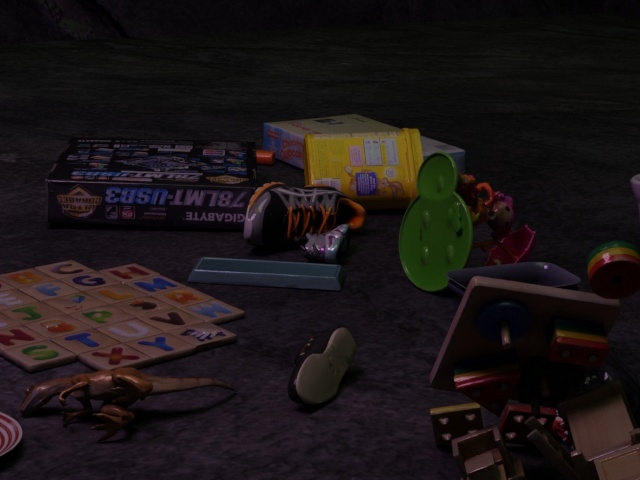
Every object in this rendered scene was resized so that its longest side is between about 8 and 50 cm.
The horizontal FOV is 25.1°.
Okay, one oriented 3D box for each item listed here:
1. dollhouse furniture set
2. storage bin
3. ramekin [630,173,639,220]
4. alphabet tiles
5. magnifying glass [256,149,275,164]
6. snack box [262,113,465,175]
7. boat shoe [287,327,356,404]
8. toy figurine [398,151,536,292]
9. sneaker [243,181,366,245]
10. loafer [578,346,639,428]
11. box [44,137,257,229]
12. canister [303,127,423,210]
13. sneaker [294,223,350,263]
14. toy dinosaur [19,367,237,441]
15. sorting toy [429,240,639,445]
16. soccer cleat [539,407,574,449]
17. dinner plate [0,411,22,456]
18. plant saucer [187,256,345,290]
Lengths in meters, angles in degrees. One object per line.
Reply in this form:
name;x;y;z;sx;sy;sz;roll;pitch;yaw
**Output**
dollhouse furniture set;0.196;0.216;1.161;0.160;0.101;0.182;-21;15;9
storage bin;0.202;0.080;1.557;0.135;0.091;0.098;-5;18;-23
ramekin;0.527;-0.019;1.776;0.277;0.135;0.277;-5;8;1
alphabet tiles;-0.266;0.081;1.648;0.285;0.011;0.342;-13;22;-39
magnifying glass;-0.190;-0.143;2.391;0.230;0.026;0.092;2;16;9
snack box;0.065;-0.144;2.349;0.187;0.060;0.322;-8;19;-31
boat shoe;-0.005;0.131;1.455;0.042;0.049;0.133;-22;13;27
toy figurine;0.199;-0.018;1.807;0.159;0.173;0.130;5;-6;-39
sneaker;-0.022;-0.034;1.940;0.083;0.084;0.215;20;23;35
loafer;0.264;0.136;1.428;0.078;0.076;0.223;34;7;-16
box;-0.239;-0.088;2.111;0.295;0.073;0.293;1;17;-4
canister;0.063;-0.102;2.115;0.169;0.073;0.126;-2;61;-6
sneaker;0.000;0.000;1.896;0.069;0.038;0.098;6;17;12
toy dinosaur;-0.180;0.139;1.370;0.211;0.064;0.112;0;15;-7
sorting toy;0.173;0.107;1.239;0.132;0.275;0.046;9;42;-10
soccer cleat;0.233;0.175;1.351;0.035;0.029;0.083;-18;21;-39
dinner plate;-0.339;0.181;1.294;0.141;0.017;0.141;1;17;0
plant saucer;-0.066;0.040;1.795;0.192;0.018;0.067;2;16;6
